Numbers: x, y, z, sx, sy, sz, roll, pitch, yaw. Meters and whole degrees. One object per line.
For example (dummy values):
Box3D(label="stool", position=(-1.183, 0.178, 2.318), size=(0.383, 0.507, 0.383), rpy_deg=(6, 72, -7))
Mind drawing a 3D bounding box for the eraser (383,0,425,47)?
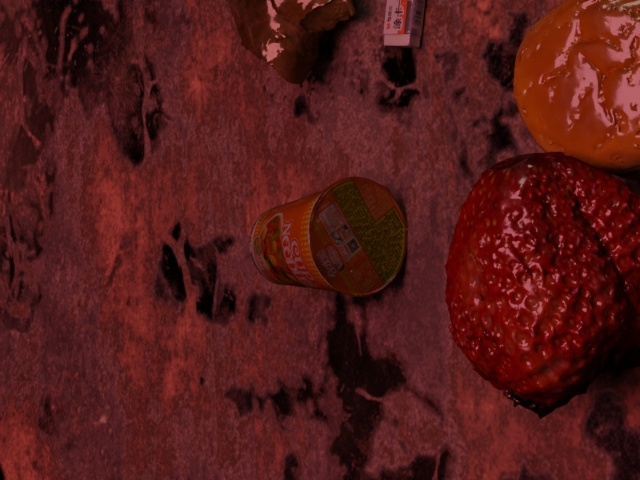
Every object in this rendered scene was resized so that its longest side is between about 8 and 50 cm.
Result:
Box3D(label="eraser", position=(0.117, -0.324, 2.084), size=(0.052, 0.029, 0.122), rpy_deg=(9, 92, 48))

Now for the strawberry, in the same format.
Box3D(label="strawberry", position=(0.253, 0.033, 1.728), size=(0.238, 0.250, 0.288), rpy_deg=(14, 137, 52))

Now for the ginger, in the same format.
Box3D(label="ginger", position=(-0.024, -0.374, 2.180), size=(0.270, 0.123, 0.219), rpy_deg=(-53, 54, 18))

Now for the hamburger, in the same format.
Box3D(label="hamburger", position=(0.351, -0.183, 1.721), size=(0.244, 0.163, 0.244), rpy_deg=(-8, 78, 46))

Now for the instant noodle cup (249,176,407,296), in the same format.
Box3D(label="instant noodle cup", position=(0.000, 0.000, 2.103), size=(0.185, 0.168, 0.168), rpy_deg=(-6, 82, 54))
